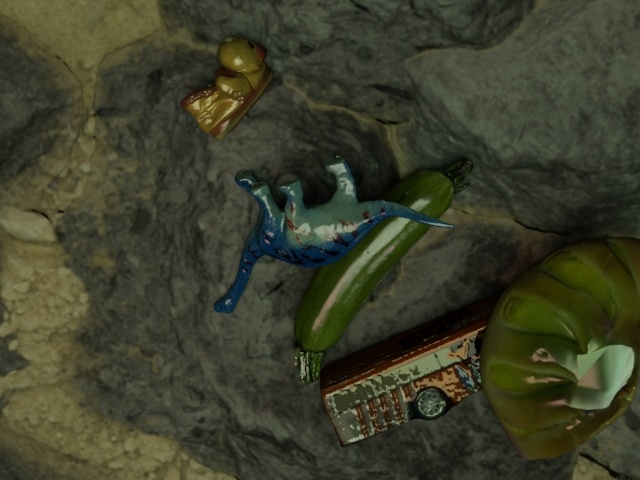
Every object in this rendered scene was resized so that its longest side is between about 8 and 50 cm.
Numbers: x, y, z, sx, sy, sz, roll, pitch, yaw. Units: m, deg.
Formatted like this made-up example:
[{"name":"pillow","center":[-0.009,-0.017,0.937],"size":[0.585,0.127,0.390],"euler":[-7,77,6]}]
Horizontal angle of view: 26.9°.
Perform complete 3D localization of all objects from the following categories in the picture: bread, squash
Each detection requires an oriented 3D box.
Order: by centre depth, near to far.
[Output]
[{"name":"bread","center":[0.251,0.115,1.412],"size":[0.156,0.158,0.260],"euler":[10,99,4]},{"name":"squash","center":[0.052,0.021,1.516],"size":[0.080,0.071,0.318],"euler":[40,101,12]}]

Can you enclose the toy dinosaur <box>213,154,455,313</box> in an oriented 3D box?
[{"name":"toy dinosaur","center":[-0.022,-0.023,1.474],"size":[0.329,0.076,0.144],"euler":[-22,102,30]}]

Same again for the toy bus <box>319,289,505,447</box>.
[{"name":"toy bus","center":[0.196,0.121,1.538],"size":[0.409,0.093,0.092],"euler":[-24,104,6]}]

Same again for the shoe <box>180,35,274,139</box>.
[{"name":"shoe","center":[-0.100,-0.167,1.457],"size":[0.069,0.072,0.109],"euler":[34,105,-15]}]
